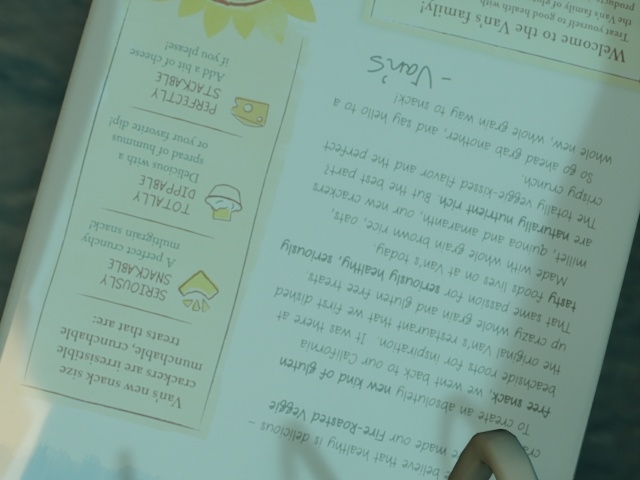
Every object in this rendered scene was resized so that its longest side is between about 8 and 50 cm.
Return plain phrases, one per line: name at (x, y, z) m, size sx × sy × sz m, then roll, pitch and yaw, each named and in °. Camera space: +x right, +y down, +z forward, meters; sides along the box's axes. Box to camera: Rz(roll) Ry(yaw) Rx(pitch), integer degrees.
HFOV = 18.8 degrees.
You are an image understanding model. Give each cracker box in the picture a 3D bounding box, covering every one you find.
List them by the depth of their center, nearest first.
cracker box at (0.000, 0.000, 0.530) m, size 0.156 × 0.067 × 0.232 m, roll 16°, pitch 82°, yaw -6°

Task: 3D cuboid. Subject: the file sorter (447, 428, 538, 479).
file sorter at (-0.020, 0.148, 0.373) m, size 0.278 × 0.173 × 0.193 m, roll -9°, pitch 70°, yaw -7°
